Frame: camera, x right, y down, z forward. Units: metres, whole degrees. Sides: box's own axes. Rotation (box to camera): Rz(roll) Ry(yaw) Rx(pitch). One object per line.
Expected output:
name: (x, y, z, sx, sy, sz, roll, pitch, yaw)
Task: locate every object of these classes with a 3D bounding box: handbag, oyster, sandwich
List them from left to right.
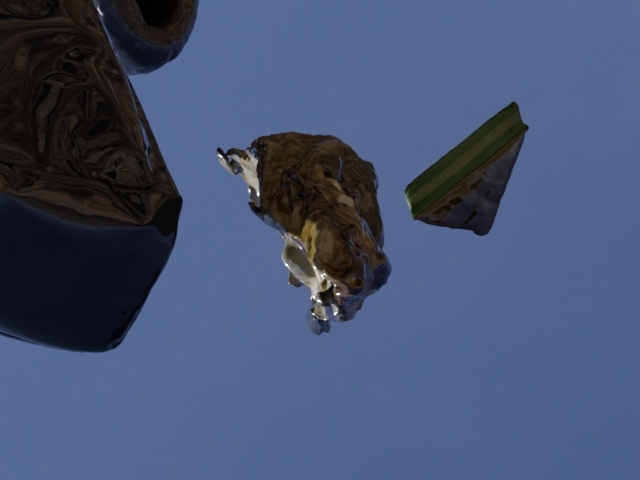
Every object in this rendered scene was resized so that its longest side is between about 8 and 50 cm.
handbag: (-0.249, -0.069, 1.139, 0.275, 0.178, 0.302, 10, -148, -26)
oyster: (-0.001, -0.003, 1.118, 0.079, 0.128, 0.345, -20, -174, -6)
sandwich: (0.134, -0.074, 1.781, 0.074, 0.116, 0.074, 13, -157, -13)

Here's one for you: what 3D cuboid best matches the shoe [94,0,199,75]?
shoe: (-0.273, -0.360, 2.115, 0.237, 0.384, 0.171, -11, -170, 33)
